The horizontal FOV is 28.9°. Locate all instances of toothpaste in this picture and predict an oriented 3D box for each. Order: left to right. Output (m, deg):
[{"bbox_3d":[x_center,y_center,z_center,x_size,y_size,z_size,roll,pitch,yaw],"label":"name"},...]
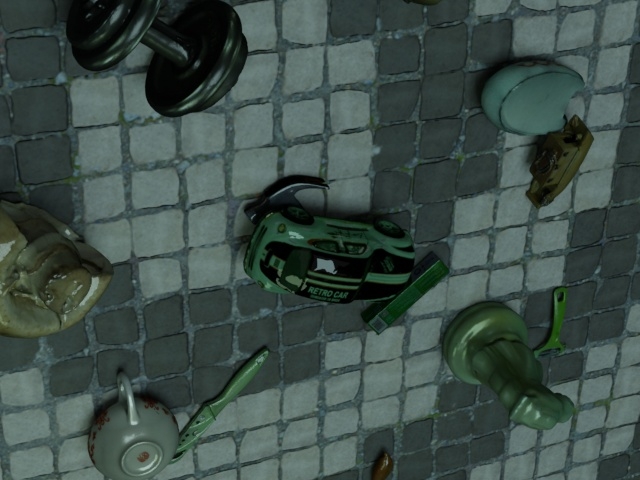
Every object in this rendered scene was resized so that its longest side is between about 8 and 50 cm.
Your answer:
[{"bbox_3d":[0.154,0.097,2.253,0.178,0.037,0.043,-42,125,4],"label":"toothpaste"}]

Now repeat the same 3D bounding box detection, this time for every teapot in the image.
[{"bbox_3d":[-0.324,0.338,2.150,0.159,0.116,0.245,-3,116,-11],"label":"teapot"}]

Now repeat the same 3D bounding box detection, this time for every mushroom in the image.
[{"bbox_3d":[-0.436,0.062,1.839,0.254,0.195,0.189,25,101,-49],"label":"mushroom"}]

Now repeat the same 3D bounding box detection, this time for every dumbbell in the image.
[{"bbox_3d":[-0.231,-0.289,1.730,0.290,0.192,0.192,30,105,-37],"label":"dumbbell"}]

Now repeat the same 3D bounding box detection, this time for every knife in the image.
[{"bbox_3d":[-0.190,0.299,2.231,0.043,0.020,0.293,31,105,-38],"label":"knife"},{"bbox_3d":[0.467,0.165,2.452,0.078,0.022,0.166,-11,125,-25],"label":"knife"}]

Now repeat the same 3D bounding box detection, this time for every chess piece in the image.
[{"bbox_3d":[0.359,0.253,2.284,0.176,0.298,0.175,-10,122,-17],"label":"chess piece"}]

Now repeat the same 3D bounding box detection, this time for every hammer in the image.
[{"bbox_3d":[0.000,0.000,2.119,0.137,0.037,0.290,-37,128,3],"label":"hammer"}]

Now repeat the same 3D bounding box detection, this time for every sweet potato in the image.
[{"bbox_3d":[0.123,0.457,2.469,0.034,0.034,0.095,2,129,-26],"label":"sweet potato"}]

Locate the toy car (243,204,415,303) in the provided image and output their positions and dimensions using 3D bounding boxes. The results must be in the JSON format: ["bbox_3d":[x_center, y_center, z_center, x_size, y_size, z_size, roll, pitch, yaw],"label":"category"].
[{"bbox_3d":[0.029,0.040,2.055,0.306,0.125,0.136,10,117,-25],"label":"toy car"}]

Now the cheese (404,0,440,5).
[{"bbox_3d":[0.174,-0.453,1.880,0.175,0.091,0.202,22,111,-34],"label":"cheese"}]

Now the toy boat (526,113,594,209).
[{"bbox_3d":[0.416,-0.135,2.190,0.077,0.057,0.200,-14,145,-31],"label":"toy boat"}]

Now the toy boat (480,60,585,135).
[{"bbox_3d":[0.355,-0.248,2.116,0.208,0.079,0.134,-5,130,-35],"label":"toy boat"}]
